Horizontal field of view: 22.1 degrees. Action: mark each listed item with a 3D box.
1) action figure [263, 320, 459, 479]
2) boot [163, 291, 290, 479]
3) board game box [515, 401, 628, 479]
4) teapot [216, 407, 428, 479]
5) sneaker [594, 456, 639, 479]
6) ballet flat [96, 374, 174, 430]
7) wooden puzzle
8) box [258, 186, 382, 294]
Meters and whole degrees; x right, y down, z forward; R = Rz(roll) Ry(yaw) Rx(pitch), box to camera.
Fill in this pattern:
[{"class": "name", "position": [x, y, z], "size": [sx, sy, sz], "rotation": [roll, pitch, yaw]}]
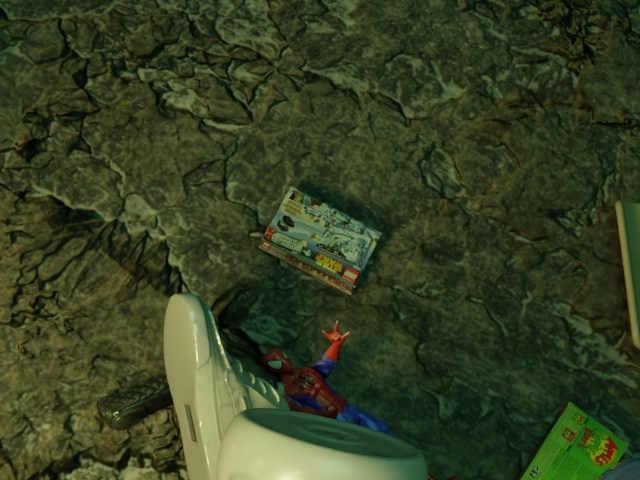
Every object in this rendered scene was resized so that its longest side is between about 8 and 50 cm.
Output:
[{"class": "action figure", "position": [0.047, 0.211, 1.975], "size": [0.280, 0.139, 0.091], "rotation": [38, 59, 9]}, {"class": "boot", "position": [-0.105, 0.176, 1.935], "size": [0.123, 0.095, 0.258], "rotation": [-14, 104, -28]}, {"class": "board game box", "position": [0.299, 0.301, 2.043], "size": [0.092, 0.043, 0.181], "rotation": [36, 61, 4]}, {"class": "teapot", "position": [-0.005, 0.303, 1.825], "size": [0.256, 0.252, 0.187], "rotation": [12, 93, -2]}, {"class": "sneaker", "position": [0.355, 0.377, 1.945], "size": [0.296, 0.131, 0.112], "rotation": [-46, 116, -33]}, {"class": "ballet flat", "position": [-0.189, 0.175, 1.974], "size": [0.173, 0.057, 0.049], "rotation": [-23, 51, -27]}, {"class": "wooden puzzle", "position": [0.514, 0.057, 2.231], "size": [0.238, 0.044, 0.221], "rotation": [7, 62, -17]}, {"class": "box", "position": [0.000, 0.000, 2.130], "size": [0.137, 0.027, 0.094], "rotation": [28, 58, 1]}]
